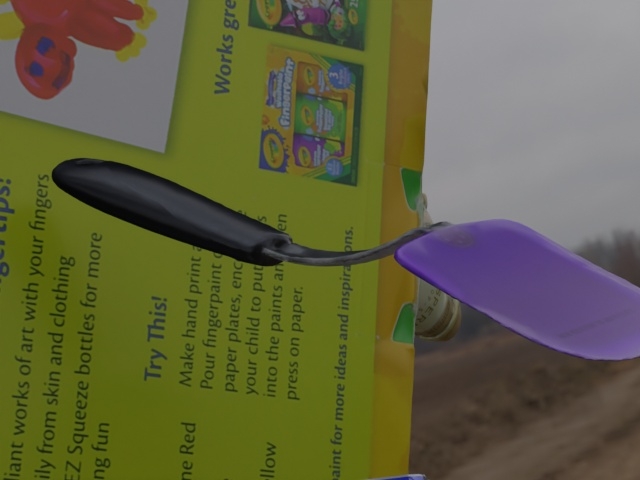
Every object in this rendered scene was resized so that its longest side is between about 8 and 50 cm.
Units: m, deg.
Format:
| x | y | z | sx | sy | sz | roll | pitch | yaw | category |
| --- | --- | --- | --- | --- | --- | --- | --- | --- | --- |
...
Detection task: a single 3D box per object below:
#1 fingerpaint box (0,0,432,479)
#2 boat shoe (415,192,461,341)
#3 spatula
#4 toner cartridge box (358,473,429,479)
| x | y | z | sx | sy | sz | roll | pitch | yaw | category |
| --- | --- | --- | --- | --- | --- | --- | --- | --- | --- |
| -0.146 | -0.004 | 0.908 | 0.371 | 0.445 | 0.163 | 9 | -15 | -22 | fingerpaint box |
| 0.043 | -0.003 | 1.492 | 0.104 | 0.089 | 0.285 | -46 | 25 | 16 | boat shoe |
| 0.000 | 0.000 | 0.704 | 0.296 | 0.030 | 0.084 | 12 | 17 | 37 | spatula |
| -0.116 | 0.180 | 0.573 | 0.347 | 0.165 | 0.075 | -3 | 21 | -21 | toner cartridge box |
